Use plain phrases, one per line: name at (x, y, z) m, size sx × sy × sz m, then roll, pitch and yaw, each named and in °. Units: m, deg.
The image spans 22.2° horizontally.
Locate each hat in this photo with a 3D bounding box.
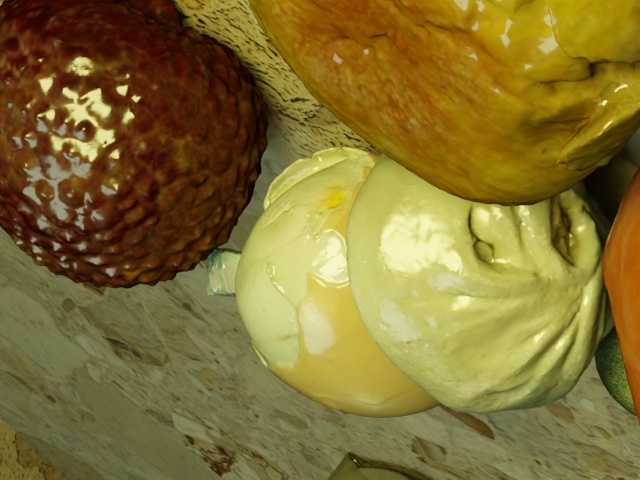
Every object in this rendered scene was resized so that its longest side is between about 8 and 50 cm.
hat at (0.085, 0.353, 1.958) m, size 0.166 × 0.144 × 0.173 m, roll 43°, pitch 180°, yaw -17°

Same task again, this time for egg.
egg at (0.040, 0.044, 1.327) m, size 0.244 × 0.201 × 0.201 m, roll 40°, pitch 160°, yaw -33°

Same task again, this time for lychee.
lychee at (-0.178, -0.091, 1.349) m, size 0.260 × 0.260 × 0.260 m, roll 32°, pitch 157°, yaw 15°

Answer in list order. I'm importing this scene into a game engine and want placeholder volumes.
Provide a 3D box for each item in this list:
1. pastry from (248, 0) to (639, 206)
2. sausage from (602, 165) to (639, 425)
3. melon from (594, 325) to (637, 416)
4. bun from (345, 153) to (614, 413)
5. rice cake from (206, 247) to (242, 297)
pastry at (0.067, -0.166, 0.933) m, size 0.356 × 0.164 × 0.356 m, roll 32°, pitch 160°, yaw 13°
sausage at (0.263, 0.061, 1.010) m, size 0.141 × 0.153 × 0.268 m, roll 179°, pitch 76°, yaw -82°
melon at (0.262, 0.078, 1.165) m, size 0.114 × 0.114 × 0.167 m, roll 44°, pitch 154°, yaw -14°
bun at (0.128, 0.008, 1.117) m, size 0.133 × 0.231 × 0.231 m, roll -12°, pitch 127°, yaw 47°
rice cake at (0.001, 0.041, 1.439) m, size 0.211 × 0.043 × 0.034 m, roll 9°, pitch 175°, yaw -22°
